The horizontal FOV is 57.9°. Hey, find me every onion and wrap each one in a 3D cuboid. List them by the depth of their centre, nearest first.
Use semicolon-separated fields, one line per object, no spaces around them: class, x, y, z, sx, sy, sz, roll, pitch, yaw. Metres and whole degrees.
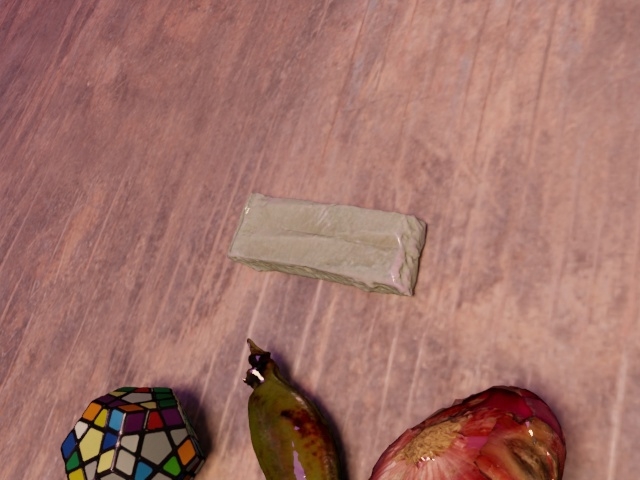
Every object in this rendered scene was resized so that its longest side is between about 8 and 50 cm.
onion;0.113;0.180;0.382;0.150;0.150;0.140;-41;90;9

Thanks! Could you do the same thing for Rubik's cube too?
Rubik's cube;-0.176;0.203;0.553;0.133;0.133;0.111;-30;24;17

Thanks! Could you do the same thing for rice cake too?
rice cake;0.000;0.000;0.588;0.226;0.040;0.084;9;71;37

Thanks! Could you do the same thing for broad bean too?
broad bean;-0.008;0.224;0.461;0.077;0.061;0.338;-35;50;23
